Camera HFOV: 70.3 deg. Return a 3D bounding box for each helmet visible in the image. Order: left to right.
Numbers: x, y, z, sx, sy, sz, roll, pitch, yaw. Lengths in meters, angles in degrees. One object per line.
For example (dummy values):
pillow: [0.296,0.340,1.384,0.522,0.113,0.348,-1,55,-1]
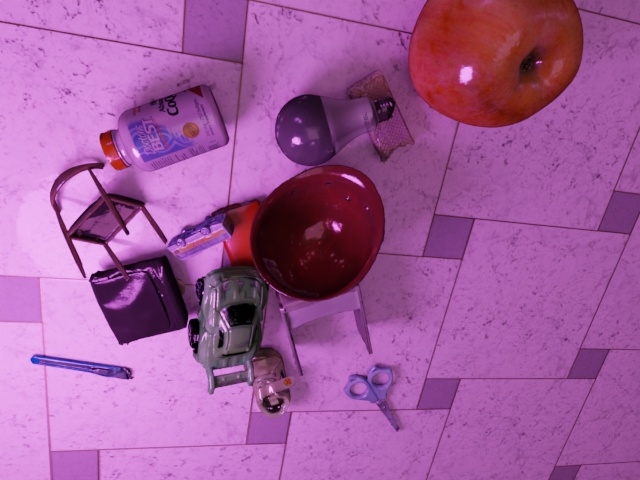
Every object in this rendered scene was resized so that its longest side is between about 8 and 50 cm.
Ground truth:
helmet: [0.000,0.000,1.282,0.337,0.230,0.385,29,77,11]

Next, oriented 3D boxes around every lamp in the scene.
lamp: [0.037,-0.288,1.195,0.313,0.182,0.182,-2,113,-8]

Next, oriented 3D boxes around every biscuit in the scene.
biscuit: [0.168,-0.344,1.273,0.108,0.062,0.239,-31,115,3]

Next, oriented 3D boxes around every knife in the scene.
knife: [-0.731,0.393,1.402,0.296,0.026,0.044,15,120,-19]

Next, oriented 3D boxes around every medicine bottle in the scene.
medicine bottle: [-0.385,-0.267,1.125,0.288,0.157,0.157,-21,116,-4]

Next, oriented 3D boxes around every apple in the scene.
apple: [0.429,-0.468,1.125,0.390,0.347,0.392,-7,119,-13]

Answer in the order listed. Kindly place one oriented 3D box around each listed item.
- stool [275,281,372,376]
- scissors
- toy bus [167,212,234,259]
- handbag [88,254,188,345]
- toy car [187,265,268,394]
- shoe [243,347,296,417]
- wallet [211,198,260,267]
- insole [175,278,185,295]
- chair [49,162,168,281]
stool: [0.007,0.240,1.425,0.243,0.170,0.270,-15,116,-6]
scissors: [0.227,0.609,1.712,0.191,0.029,0.361,-27,118,4]
toy bus: [-0.335,-0.011,1.277,0.190,0.064,0.075,-25,122,18]
handbag: [-0.517,0.171,1.317,0.222,0.080,0.247,-13,116,-2]
toy car: [-0.262,0.253,1.338,0.213,0.176,0.359,0,120,-30]
shoe: [-0.162,0.478,1.526,0.139,0.128,0.263,-20,119,-19]
wallet: [-0.218,-0.010,1.335,0.142,0.045,0.205,-17,115,-2]
insole: [-0.530,0.148,1.350,0.247,0.011,0.081,-2,113,-12]
chair: [-0.561,-0.051,1.186,0.188,0.166,0.272,-42,72,8]
